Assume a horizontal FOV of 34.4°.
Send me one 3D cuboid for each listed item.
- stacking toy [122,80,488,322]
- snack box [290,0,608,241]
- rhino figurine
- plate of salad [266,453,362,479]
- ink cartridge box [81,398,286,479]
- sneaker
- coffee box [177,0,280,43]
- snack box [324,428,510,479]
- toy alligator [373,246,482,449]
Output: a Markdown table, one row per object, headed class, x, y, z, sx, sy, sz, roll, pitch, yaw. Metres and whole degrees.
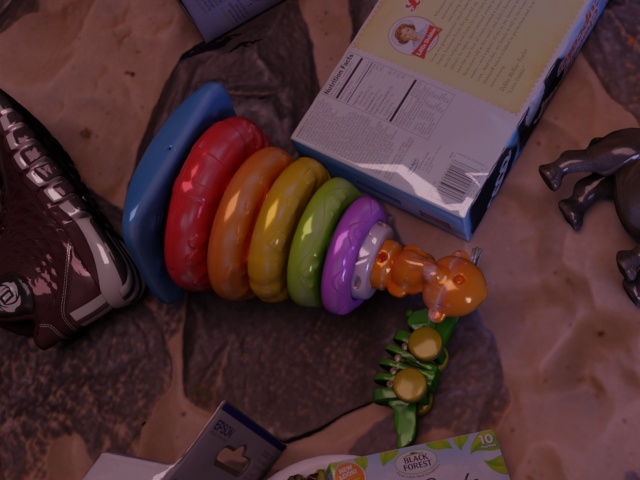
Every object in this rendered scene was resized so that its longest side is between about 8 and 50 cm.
| class | x | y | z | sx | sy | sz | roll | pitch | yaw |
| --- | --- | --- | --- | --- | --- | --- | --- | --- | --- |
| stacking toy | 0.000 | 0.000 | 0.889 | 0.302 | 0.165 | 0.175 | 18 | 66 | 18 |
| snack box | 0.134 | -0.179 | 0.983 | 0.187 | 0.060 | 0.322 | 27 | 77 | 22 |
| rhino figurine | 0.296 | 0.003 | 0.864 | 0.106 | 0.073 | 0.243 | -35 | 66 | 2 |
| plate of salad | 0.010 | 0.272 | 0.839 | 0.200 | 0.048 | 0.199 | -5 | 68 | 12 |
| ink cartridge box | -0.179 | 0.280 | 0.811 | 0.069 | 0.175 | 0.371 | 36 | 80 | 24 |
| sneaker | -0.304 | -0.015 | 1.003 | 0.162 | 0.106 | 0.281 | -38 | 65 | 0 |
| coffee box | -0.042 | -0.361 | 1.067 | 0.297 | 0.119 | 0.168 | -30 | 65 | 0 |
| snack box | 0.084 | 0.215 | 0.825 | 0.141 | 0.037 | 0.100 | -10 | 63 | -12 |
| toy alligator | 0.085 | 0.085 | 0.890 | 0.051 | 0.056 | 0.189 | 16 | 73 | 19 |
